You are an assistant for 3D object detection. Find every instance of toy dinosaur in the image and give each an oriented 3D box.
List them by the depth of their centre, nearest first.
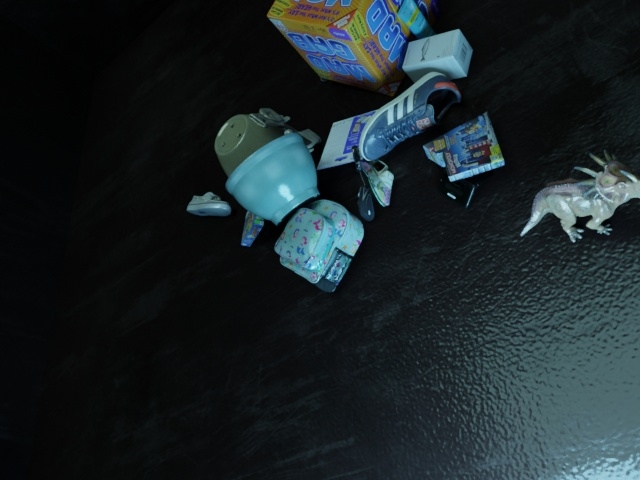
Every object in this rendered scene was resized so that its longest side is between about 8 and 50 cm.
[{"bbox_3d":[0.569,-0.099,1.168,0.295,0.200,0.127,-14,59,36],"label":"toy dinosaur"}]

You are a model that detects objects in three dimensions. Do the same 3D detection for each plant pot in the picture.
[{"bbox_3d":[-0.125,-0.171,1.683,0.293,0.293,0.196,-38,84,19],"label":"plant pot"}]

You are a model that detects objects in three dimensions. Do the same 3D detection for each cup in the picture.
[{"bbox_3d":[-0.253,-0.335,1.988,0.331,0.237,0.331,-20,56,32],"label":"cup"}]

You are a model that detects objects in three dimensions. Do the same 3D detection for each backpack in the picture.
[{"bbox_3d":[0.000,0.000,1.628,0.225,0.191,0.253,28,81,47],"label":"backpack"}]

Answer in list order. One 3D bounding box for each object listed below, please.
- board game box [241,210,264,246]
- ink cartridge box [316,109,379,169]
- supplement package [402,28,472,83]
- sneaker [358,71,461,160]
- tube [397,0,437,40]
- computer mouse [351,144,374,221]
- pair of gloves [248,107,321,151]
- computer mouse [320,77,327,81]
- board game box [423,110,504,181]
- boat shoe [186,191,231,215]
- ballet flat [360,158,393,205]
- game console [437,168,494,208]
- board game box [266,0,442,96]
[{"bbox_3d":[-0.237,-0.076,1.903,0.201,0.035,0.136,135,145,-60],"label":"board game box"},{"bbox_3d":[0.099,-0.328,1.792,0.206,0.045,0.208,-5,56,43],"label":"ink cartridge box"},{"bbox_3d":[0.368,-0.571,1.672,0.179,0.105,0.105,1,68,42],"label":"supplement package"},{"bbox_3d":[0.273,-0.360,1.605,0.350,0.131,0.148,-44,44,6],"label":"sneaker"},{"bbox_3d":[0.316,-0.697,1.714,0.052,0.207,0.080,16,80,45],"label":"tube"},{"bbox_3d":[0.121,-0.175,1.640,0.041,0.071,0.242,-12,83,-3],"label":"computer mouse"},{"bbox_3d":[-0.122,-0.385,1.875,0.042,0.240,0.204,-58,-1,29],"label":"pair of gloves"},{"bbox_3d":[0.054,-0.769,2.079,0.188,0.072,0.272,-26,52,29],"label":"computer mouse"},{"bbox_3d":[0.389,-0.241,1.462,0.194,0.060,0.194,-17,49,20],"label":"board game box"},{"bbox_3d":[-0.448,-0.151,2.163,0.267,0.096,0.088,0,72,50],"label":"boat shoe"},{"bbox_3d":[0.182,-0.201,1.655,0.079,0.077,0.221,-37,43,15],"label":"ballet flat"},{"bbox_3d":[0.402,-0.160,1.482,0.122,0.071,0.107,43,127,46],"label":"game console"},{"bbox_3d":[0.122,-0.763,1.776,0.356,0.356,0.356,27,86,36],"label":"board game box"}]
